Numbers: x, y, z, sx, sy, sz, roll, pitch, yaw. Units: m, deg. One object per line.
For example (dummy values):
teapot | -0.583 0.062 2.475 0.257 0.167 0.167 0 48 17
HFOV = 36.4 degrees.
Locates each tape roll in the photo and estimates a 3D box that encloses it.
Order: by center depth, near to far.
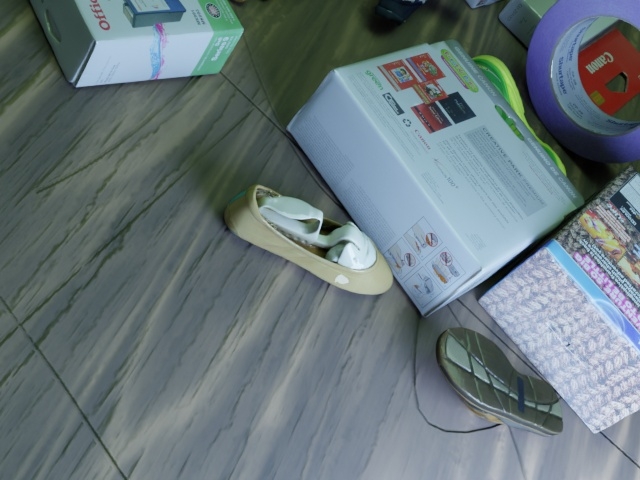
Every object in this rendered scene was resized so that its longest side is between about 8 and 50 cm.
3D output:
tape roll | 0.459 -0.262 1.507 0.090 0.275 0.275 -26 75 -41

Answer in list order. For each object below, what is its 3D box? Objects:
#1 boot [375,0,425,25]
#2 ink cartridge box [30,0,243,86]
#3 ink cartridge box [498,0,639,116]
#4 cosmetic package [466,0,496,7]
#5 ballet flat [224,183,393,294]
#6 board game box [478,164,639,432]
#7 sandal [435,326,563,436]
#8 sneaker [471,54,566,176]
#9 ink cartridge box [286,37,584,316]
boot | 0.132 -0.383 1.528 0.069 0.086 0.190 30 16 15
ink cartridge box | -0.225 -0.280 1.189 0.212 0.093 0.154 -15 69 -38
ink cartridge box | 0.489 -0.366 1.749 0.261 0.066 0.296 48 46 7
cosmetic package | 0.247 -0.521 1.686 0.117 0.085 0.231 -28 76 -43
ballet flat | 0.000 0.000 1.150 0.232 0.073 0.080 21 50 -20
board game box | 0.397 0.071 1.318 0.232 0.141 0.291 50 46 7
sandal | 0.210 0.180 1.179 0.219 0.060 0.090 30 51 -32
sneaker | 0.255 -0.133 1.413 0.123 0.109 0.296 -14 65 -22
ink cartridge box | 0.159 -0.097 1.287 0.272 0.130 0.309 -25 75 -43
